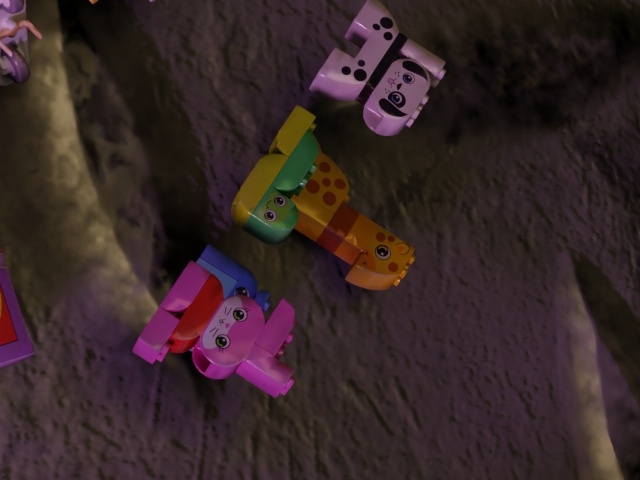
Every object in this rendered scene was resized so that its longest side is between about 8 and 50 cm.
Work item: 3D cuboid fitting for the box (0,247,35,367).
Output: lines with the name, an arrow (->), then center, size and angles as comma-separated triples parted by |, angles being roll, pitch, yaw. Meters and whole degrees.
box -> -0.270, -0.006, 0.722 | 0.293, 0.057, 0.201 | -17, 90, -46

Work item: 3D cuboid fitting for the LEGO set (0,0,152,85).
LEGO set -> -0.076, -0.195, 0.896 | 0.287, 0.132, 0.107 | -34, 73, -34

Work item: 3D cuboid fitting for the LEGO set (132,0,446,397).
LEGO set -> 0.000, 0.000, 0.898 | 0.093, 0.087, 0.227 | 33, 63, -1
